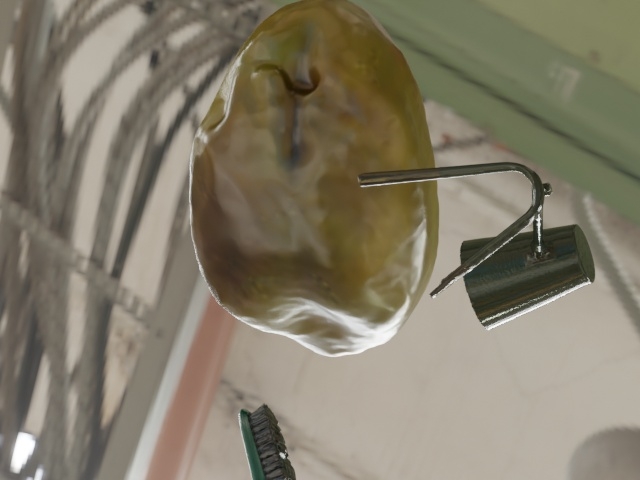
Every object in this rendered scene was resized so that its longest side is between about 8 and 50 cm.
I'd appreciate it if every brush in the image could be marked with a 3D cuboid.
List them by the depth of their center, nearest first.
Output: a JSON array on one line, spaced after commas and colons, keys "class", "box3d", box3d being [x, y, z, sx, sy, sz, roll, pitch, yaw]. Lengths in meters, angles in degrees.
[{"class": "brush", "box3d": [-0.031, 0.211, 1.305, 0.032, 0.043, 0.193, -27, -130, 10]}]

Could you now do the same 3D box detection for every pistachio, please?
[{"class": "pistachio", "box3d": [0.002, -0.015, 0.751, 0.110, 0.189, 0.100, 27, -140, 32]}]

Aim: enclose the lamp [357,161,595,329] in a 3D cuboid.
[{"class": "lamp", "box3d": [0.060, 0.001, 0.511, 0.121, 0.054, 0.041, 21, -126, -66]}]
